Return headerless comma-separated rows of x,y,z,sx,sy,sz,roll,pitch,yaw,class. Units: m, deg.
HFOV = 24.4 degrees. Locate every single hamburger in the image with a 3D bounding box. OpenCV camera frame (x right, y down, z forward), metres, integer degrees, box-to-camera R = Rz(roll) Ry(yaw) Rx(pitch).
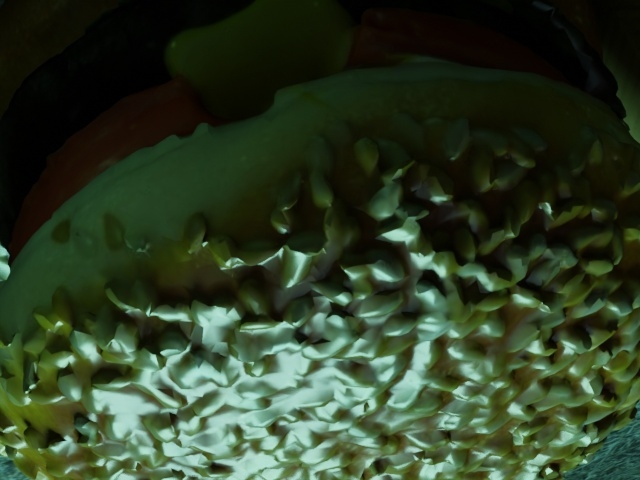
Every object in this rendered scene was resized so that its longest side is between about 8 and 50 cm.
0.000,0.000,0.694,0.330,0.250,0.330,-4,143,-3,hamburger

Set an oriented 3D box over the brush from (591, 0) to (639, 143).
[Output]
0.223,-0.094,0.830,0.166,0.174,0.267,-25,165,-8,brush
